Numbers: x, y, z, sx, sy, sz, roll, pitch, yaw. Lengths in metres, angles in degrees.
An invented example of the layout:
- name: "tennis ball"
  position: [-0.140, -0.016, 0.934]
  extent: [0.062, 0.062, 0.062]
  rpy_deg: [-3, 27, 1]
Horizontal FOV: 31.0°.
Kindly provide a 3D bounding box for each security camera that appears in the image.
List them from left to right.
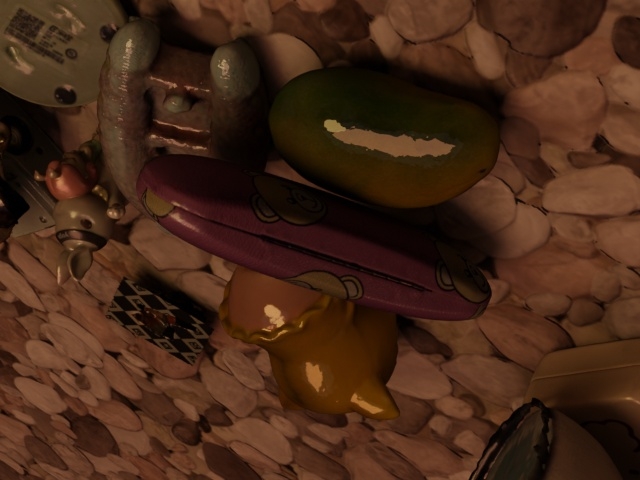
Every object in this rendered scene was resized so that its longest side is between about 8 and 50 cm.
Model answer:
- name: "security camera"
  position: [-0.295, -0.230, 0.993]
  extent: [0.301, 0.080, 0.157]
  rpy_deg: [31, 130, -19]

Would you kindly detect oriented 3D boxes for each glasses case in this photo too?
- name: "glasses case"
  position: [0.000, 0.000, 0.951]
  extent: [0.316, 0.076, 0.123]
  rpy_deg: [18, -170, -24]
- name: "glasses case"
  position: [0.334, 0.233, 1.083]
  extent: [0.144, 0.076, 0.336]
  rpy_deg: [-17, 123, 46]

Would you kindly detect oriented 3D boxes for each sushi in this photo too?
- name: "sushi"
  position: [-0.180, 0.085, 1.320]
  extent: [0.120, 0.026, 0.126]
  rpy_deg: [30, 148, -3]

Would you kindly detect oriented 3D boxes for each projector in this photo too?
- name: "projector"
  position: [-0.328, -0.074, 1.209]
  extent: [0.115, 0.061, 0.147]
  rpy_deg: [-14, 126, 42]

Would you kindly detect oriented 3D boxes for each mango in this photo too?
- name: "mango"
  position: [0.048, -0.076, 0.917]
  extent: [0.191, 0.085, 0.122]
  rpy_deg: [20, 141, 19]

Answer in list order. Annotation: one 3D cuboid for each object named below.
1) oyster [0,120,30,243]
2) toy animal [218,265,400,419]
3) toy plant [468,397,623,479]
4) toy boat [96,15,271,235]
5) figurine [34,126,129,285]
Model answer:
- name: "oyster"
  position: [-0.426, -0.135, 1.123]
  extent: [0.221, 0.096, 0.361]
  rpy_deg: [-27, 99, 39]
- name: "toy animal"
  position: [-0.013, 0.075, 1.095]
  extent: [0.156, 0.156, 0.230]
  rpy_deg: [-4, 128, 38]
- name: "toy plant"
  position: [0.273, 0.307, 0.973]
  extent: [0.332, 0.247, 0.247]
  rpy_deg: [26, 144, 0]
- name: "toy boat"
  position: [-0.123, -0.085, 1.006]
  extent: [0.155, 0.085, 0.227]
  rpy_deg: [12, 141, 2]
- name: "figurine"
  position: [-0.234, -0.037, 1.112]
  extent: [0.098, 0.146, 0.081]
  rpy_deg: [40, 144, -10]
